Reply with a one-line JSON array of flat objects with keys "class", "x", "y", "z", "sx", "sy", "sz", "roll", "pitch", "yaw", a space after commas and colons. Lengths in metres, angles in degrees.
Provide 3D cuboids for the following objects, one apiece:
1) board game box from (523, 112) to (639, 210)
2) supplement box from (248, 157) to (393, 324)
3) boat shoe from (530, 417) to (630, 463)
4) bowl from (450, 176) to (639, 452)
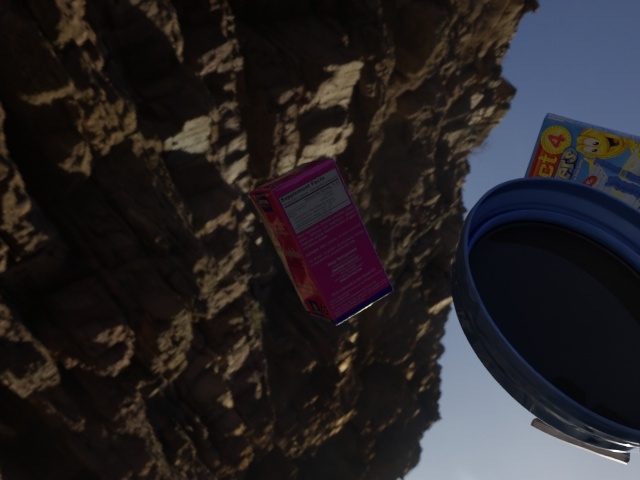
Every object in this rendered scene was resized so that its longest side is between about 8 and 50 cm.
[{"class": "board game box", "x": 0.576, "y": -0.080, "z": 1.348, "sx": 0.301, "sy": 0.086, "sz": 0.309, "roll": 19, "pitch": -68, "yaw": 17}, {"class": "supplement box", "x": 0.000, "y": 0.000, "z": 0.956, "sx": 0.220, "sy": 0.113, "sz": 0.111, "roll": 65, "pitch": -20, "yaw": -12}, {"class": "boat shoe", "x": 0.625, "y": 0.456, "z": 1.528, "sx": 0.228, "sy": 0.076, "sz": 0.080, "roll": 13, "pitch": -14, "yaw": 38}, {"class": "bowl", "x": 0.350, "y": 0.083, "z": 0.831, "sx": 0.391, "sy": 0.391, "sz": 0.077, "roll": 41, "pitch": -40, "yaw": 15}]
